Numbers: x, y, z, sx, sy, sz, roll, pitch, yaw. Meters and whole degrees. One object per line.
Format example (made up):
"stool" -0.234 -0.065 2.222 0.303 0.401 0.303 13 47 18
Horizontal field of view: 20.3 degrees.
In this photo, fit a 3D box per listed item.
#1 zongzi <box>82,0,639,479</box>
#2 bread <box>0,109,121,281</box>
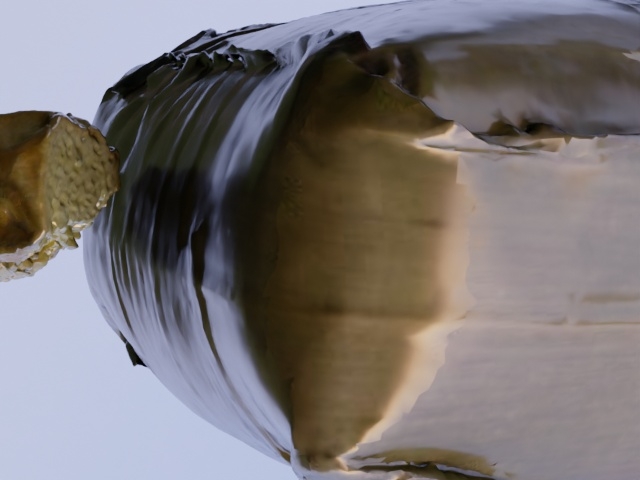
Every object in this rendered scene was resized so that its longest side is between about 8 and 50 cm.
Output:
"zongzi" 0.112 -0.011 0.693 0.356 0.392 0.174 -163 -111 -68
"bread" -0.128 -0.015 0.658 0.110 0.066 0.060 0 -136 32
